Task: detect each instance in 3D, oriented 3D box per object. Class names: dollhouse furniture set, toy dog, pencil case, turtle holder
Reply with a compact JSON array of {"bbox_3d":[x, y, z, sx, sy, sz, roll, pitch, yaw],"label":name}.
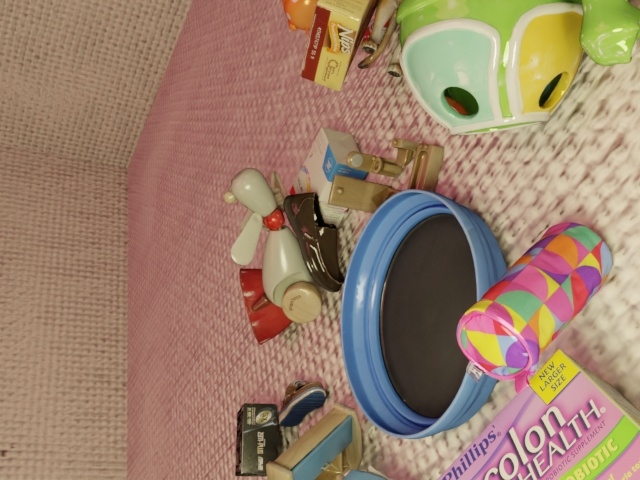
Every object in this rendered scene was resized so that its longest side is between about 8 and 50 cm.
[{"bbox_3d":[0.095,0.460,1.207,0.303,0.198,0.286,16,120,34],"label":"dollhouse furniture set"},{"bbox_3d":[-0.119,0.026,1.518,0.220,0.161,0.334,-24,-90,-81],"label":"toy dog"},{"bbox_3d":[0.251,0.070,0.850,0.104,0.236,0.104,27,136,29],"label":"pencil case"},{"bbox_3d":[0.260,-0.267,0.982,0.320,0.243,0.227,-5,93,24],"label":"turtle holder"},{"bbox_3d":[0.113,-0.113,1.300,0.151,0.123,0.144,25,104,63],"label":"dollhouse furniture set"}]

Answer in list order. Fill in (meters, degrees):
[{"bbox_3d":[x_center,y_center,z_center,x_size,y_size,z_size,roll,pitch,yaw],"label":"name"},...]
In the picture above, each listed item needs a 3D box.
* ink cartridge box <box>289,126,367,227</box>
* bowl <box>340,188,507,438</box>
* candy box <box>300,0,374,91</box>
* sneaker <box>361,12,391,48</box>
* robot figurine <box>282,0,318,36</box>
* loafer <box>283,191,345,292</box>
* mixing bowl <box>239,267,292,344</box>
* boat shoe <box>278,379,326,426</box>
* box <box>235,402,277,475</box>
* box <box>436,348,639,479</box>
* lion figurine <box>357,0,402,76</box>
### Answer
[{"bbox_3d":[0.005,-0.107,1.571,0.231,0.078,0.134,-62,32,34],"label":"ink cartridge box"},{"bbox_3d":[0.157,0.115,1.172,0.391,0.077,0.391,-25,61,59],"label":"bowl"},{"bbox_3d":[0.063,-0.456,1.365,0.183,0.087,0.316,111,180,-58],"label":"candy box"},{"bbox_3d":[0.117,-0.421,1.493,0.118,0.042,0.067,158,122,-69],"label":"sneaker"},{"bbox_3d":[-0.031,-0.596,1.761,0.158,0.128,0.219,-21,54,17],"label":"robot figurine"},{"bbox_3d":[0.000,0.000,1.478,0.078,0.080,0.220,-24,94,20],"label":"loafer"},{"bbox_3d":[-0.112,0.138,1.667,0.181,0.098,0.181,-15,-90,-89],"label":"mixing bowl"},{"bbox_3d":[-0.046,0.328,1.534,0.183,0.066,0.066,-50,37,46],"label":"boat shoe"},{"bbox_3d":[-0.143,0.445,1.628,0.180,0.077,0.147,118,154,-67],"label":"box"},{"bbox_3d":[0.276,0.278,0.760,0.213,0.117,0.243,-50,33,11],"label":"box"},{"bbox_3d":[0.171,-0.452,1.290,0.392,0.142,0.240,-5,69,68],"label":"lion figurine"}]
